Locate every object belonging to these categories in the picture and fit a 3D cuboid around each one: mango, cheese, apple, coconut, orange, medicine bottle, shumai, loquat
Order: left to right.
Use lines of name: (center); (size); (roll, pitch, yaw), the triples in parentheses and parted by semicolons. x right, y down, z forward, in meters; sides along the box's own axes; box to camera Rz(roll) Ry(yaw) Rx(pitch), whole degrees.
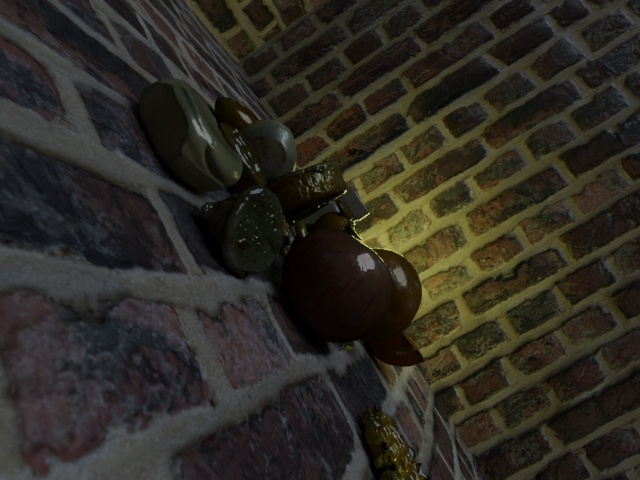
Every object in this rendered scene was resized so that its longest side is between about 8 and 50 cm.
cheese: (-0.294, -0.240, 1.085); (0.265, 0.127, 0.233); (62, 9, 17)
mango: (-0.314, -0.455, 1.820); (0.221, 0.120, 0.151); (39, 16, -46)
shumai: (-0.175, -0.025, 1.033); (0.120, 0.201, 0.201); (12, -22, 34)
coconut: (-0.189, -0.304, 1.645); (0.227, 0.227, 0.230); (55, 8, -20)
medicine bottle: (0.034, -0.084, 1.868); (0.170, 0.293, 0.170); (55, 9, -13)
apple: (0.054, 0.116, 1.307); (0.344, 0.270, 0.344); (55, 8, -12)
loquat: (0.179, 0.183, 1.611); (0.328, 0.329, 0.328); (56, 8, -12)
orange: (0.292, 0.365, 1.897); (0.311, 0.274, 0.274); (23, 11, -2)

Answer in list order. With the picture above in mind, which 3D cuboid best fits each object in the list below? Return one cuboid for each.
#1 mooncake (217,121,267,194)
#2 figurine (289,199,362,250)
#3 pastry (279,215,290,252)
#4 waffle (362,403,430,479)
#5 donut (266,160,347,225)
mooncake: (-0.243, -0.231, 1.410); (0.234, 0.117, 0.235); (56, 5, -8)
figurine: (0.009, 0.000, 1.529); (0.215, 0.229, 0.214); (164, -90, -83)
pastry: (-0.160, -0.046, 1.231); (0.154, 0.103, 0.250); (59, 8, 15)
waffle: (0.201, 0.570, 1.203); (0.329, 0.062, 0.329); (56, 6, -10)
donut: (-0.060, -0.147, 1.582); (0.330, 0.330, 0.159); (-26, 95, -82)
